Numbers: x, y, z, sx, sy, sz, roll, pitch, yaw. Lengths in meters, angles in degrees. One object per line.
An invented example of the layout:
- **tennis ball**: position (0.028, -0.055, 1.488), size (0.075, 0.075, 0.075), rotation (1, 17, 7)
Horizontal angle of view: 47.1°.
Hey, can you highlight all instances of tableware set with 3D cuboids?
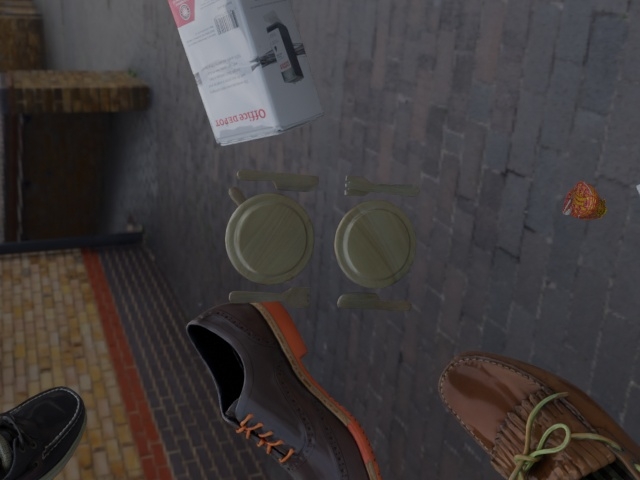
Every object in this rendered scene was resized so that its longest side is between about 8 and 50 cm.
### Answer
- **tableware set**: position (0.000, 0.000, 0.715), size (0.039, 0.194, 0.128), rotation (-174, 88, -70)

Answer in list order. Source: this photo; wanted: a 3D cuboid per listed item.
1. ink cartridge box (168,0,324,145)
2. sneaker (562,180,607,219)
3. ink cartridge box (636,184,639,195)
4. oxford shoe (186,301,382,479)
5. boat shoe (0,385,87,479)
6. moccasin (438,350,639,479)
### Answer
- **ink cartridge box**: position (-0.102, -0.251, 1.009), size (0.159, 0.092, 0.217), rotation (-1, 110, 50)
- **sneaker**: position (0.463, -0.065, 1.261), size (0.175, 0.067, 0.064), rotation (-17, -60, -77)
- **ink cartridge box**: position (0.490, -0.023, 1.001), size (0.104, 0.060, 0.180), rotation (53, -156, -23)
- **oxford shoe**: position (-0.037, 0.175, 0.680), size (0.271, 0.098, 0.097), rotation (54, 131, 24)
- **boat shoe**: position (-0.392, 0.264, 0.889), size (0.103, 0.285, 0.092), rotation (32, 128, 15)
- **moccasin**: position (0.272, 0.260, 0.793), size (0.380, 0.147, 0.139), rotation (47, 113, 30)
